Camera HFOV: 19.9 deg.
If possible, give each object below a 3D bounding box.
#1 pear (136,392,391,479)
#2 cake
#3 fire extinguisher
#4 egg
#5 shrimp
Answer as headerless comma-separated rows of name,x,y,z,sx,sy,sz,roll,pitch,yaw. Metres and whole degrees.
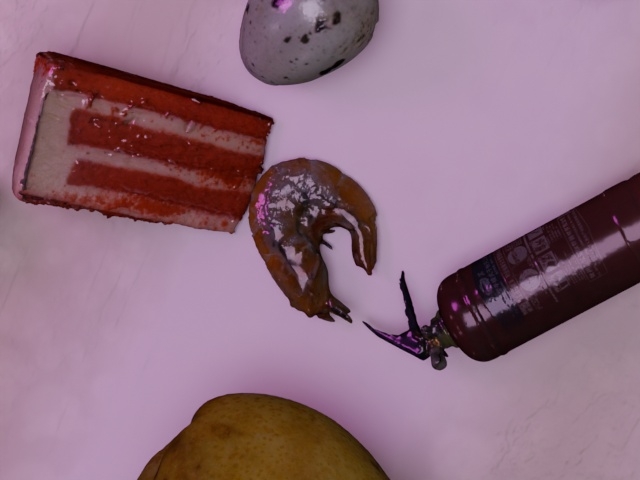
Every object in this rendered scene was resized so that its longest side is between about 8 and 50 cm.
pear,-0.055,0.300,1.853,0.304,0.304,0.304,1,96,9
cake,-0.207,-0.103,1.962,0.262,0.159,0.158,12,99,-27
fire extinguisher,0.204,0.037,1.890,0.344,0.102,0.138,-28,58,12
egg,-0.014,-0.225,1.880,0.131,0.131,0.164,46,124,2
shrimp,-0.001,0.001,1.936,0.132,0.051,0.187,-22,89,11
